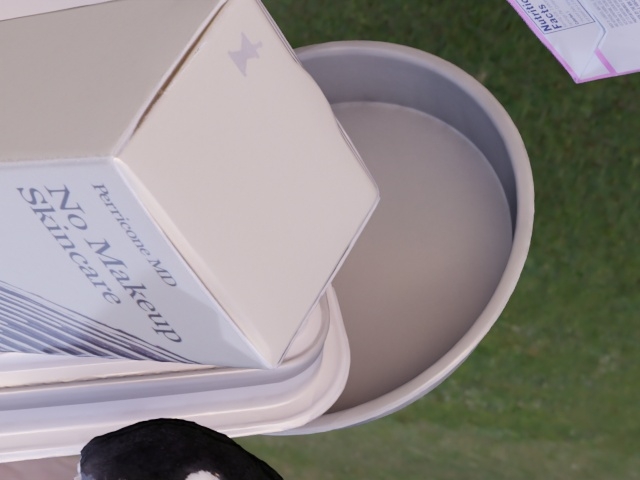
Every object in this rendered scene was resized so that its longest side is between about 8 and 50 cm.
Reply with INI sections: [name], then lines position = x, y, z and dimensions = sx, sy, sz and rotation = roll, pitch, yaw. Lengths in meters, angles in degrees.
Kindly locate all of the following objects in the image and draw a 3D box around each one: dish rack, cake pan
[dish rack]
position = -0.141, -0.040, 0.793
dimensions = 0.285, 0.333, 0.072
rotation = -4, 143, -13
[cake pan]
position = 0.000, 0.000, 0.916
dimensions = 0.293, 0.293, 0.054
rotation = 13, 156, 26

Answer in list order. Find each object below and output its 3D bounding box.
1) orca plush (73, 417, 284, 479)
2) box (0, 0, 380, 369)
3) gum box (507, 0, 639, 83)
[orca plush]
position = 0.017, 0.180, 0.607
dimensions = 0.287, 0.102, 0.151
rotation = 57, -172, -2
[box]
position = -0.122, -0.021, 0.560
dimensions = 0.275, 0.094, 0.113
rotation = -1, 135, 42
[gum box]
position = 0.099, -0.157, 0.554
dimensions = 0.062, 0.107, 0.188
rotation = -8, 146, 38
